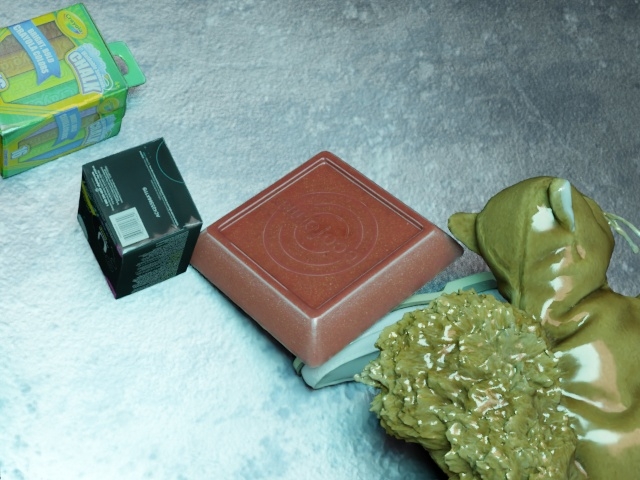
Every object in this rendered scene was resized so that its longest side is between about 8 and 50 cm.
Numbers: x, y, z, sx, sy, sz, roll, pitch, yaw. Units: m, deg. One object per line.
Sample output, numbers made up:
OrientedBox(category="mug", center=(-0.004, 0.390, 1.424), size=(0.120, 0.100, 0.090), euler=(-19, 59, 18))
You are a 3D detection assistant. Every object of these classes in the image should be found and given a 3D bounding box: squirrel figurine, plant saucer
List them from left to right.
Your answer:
OrientedBox(category="plant saucer", center=(0.000, 0.000, 1.264), size=(0.259, 0.048, 0.258), euler=(-36, 54, -24))
OrientedBox(category="squirrel figurine", center=(0.248, 0.121, 1.145), size=(0.397, 0.281, 0.370), euler=(-18, 92, -33))

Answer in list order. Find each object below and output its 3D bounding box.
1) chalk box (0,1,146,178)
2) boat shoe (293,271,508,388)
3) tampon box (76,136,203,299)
OrientedBox(category="chalk box", center=(-0.321, -0.192, 1.263), size=(0.213, 0.132, 0.132), euler=(-27, 79, -23))
OrientedBox(category="boat shoe", center=(0.117, 0.130, 1.272), size=(0.302, 0.113, 0.103), euler=(-19, 70, -23))
OrientedBox(category="tampon box", center=(-0.217, -0.023, 1.209), size=(0.101, 0.161, 0.120), euler=(-22, 75, -22))
